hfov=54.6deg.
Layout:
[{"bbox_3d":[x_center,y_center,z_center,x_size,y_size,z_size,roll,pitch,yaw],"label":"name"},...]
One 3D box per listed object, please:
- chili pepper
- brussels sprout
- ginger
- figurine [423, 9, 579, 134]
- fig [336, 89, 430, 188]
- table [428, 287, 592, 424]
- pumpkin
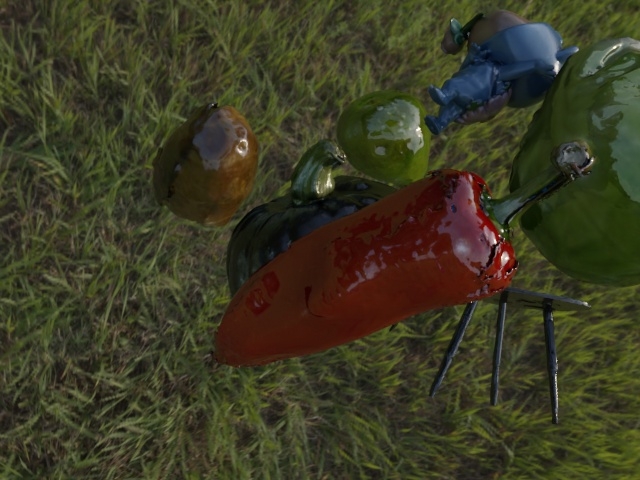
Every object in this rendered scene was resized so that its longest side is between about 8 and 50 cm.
[{"bbox_3d":[0.042,0.027,0.517,0.110,0.388,0.110,41,34,-37],"label":"chili pepper"},{"bbox_3d":[0.306,-0.074,0.630,0.244,0.244,0.244,9,64,-20],"label":"brussels sprout"},{"bbox_3d":[-0.209,-0.107,1.067,0.165,0.321,0.172,-2,79,-31],"label":"ginger"},{"bbox_3d":[0.185,-0.202,0.703,0.178,0.114,0.144,-32,78,-15],"label":"figurine"},{"bbox_3d":[0.152,-0.219,1.507,0.233,0.314,0.233,0,51,0],"label":"fig"},{"bbox_3d":[0.400,0.238,1.323,0.318,0.317,0.248,14,81,-17],"label":"table"},{"bbox_3d":[0.000,0.000,0.865,0.296,0.296,0.295,9,64,-20],"label":"pumpkin"}]
